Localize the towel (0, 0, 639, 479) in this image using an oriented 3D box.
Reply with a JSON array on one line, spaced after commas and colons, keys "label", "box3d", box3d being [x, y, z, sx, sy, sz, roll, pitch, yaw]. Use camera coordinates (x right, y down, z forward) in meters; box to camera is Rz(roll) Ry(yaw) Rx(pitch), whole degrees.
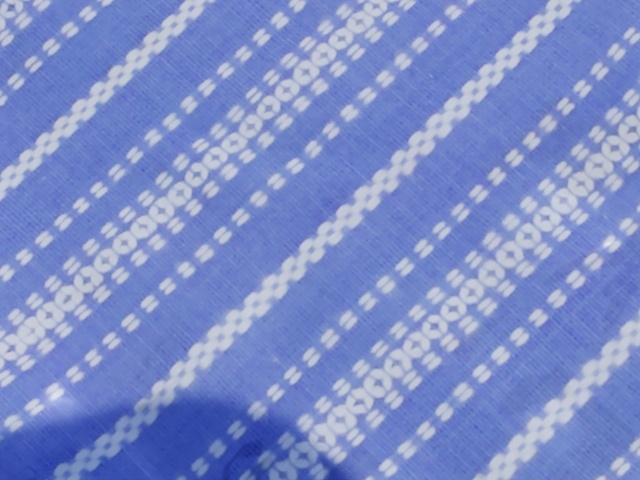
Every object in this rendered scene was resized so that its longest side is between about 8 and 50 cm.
[{"label": "towel", "box3d": [0.022, 0.013, 0.416, 0.243, 0.040, 0.336, -44, 73, -8]}]
